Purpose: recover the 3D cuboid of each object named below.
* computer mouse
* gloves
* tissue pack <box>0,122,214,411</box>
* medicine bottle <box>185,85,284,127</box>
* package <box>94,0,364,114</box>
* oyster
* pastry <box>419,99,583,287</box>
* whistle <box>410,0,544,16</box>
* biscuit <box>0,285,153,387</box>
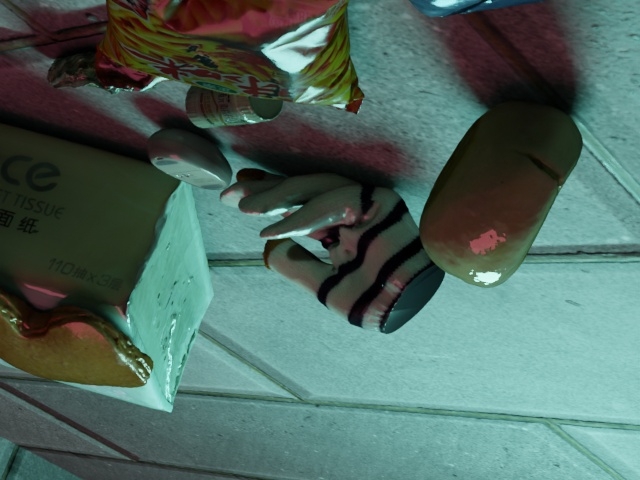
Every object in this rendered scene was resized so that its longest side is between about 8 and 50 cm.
[{"bbox_3d":[-0.128,-0.084,1.426,0.066,0.039,0.096,-2,158,45],"label":"computer mouse"},{"bbox_3d":[0.011,-0.011,1.400,0.219,0.131,0.140,46,169,21],"label":"gloves"},{"bbox_3d":[-0.344,0.013,1.620,0.405,0.205,0.332,17,154,10],"label":"tissue pack"},{"bbox_3d":[-0.076,-0.124,1.269,0.083,0.047,0.047,-1,151,44],"label":"medicine bottle"},{"bbox_3d":[-0.063,-0.175,1.062,0.223,0.108,0.288,14,166,-1],"label":"package"},{"bbox_3d":[-0.203,-0.156,1.339,0.100,0.037,0.098,3,-178,-14],"label":"oyster"},{"bbox_3d":[0.143,-0.041,1.141,0.092,0.156,0.156,28,158,-4],"label":"pastry"},{"bbox_3d":[0.096,-0.192,0.932,0.158,0.090,0.090,-14,178,-32],"label":"whistle"},{"bbox_3d":[-0.284,0.095,1.460,0.192,0.036,0.186,2,146,29],"label":"biscuit"}]
